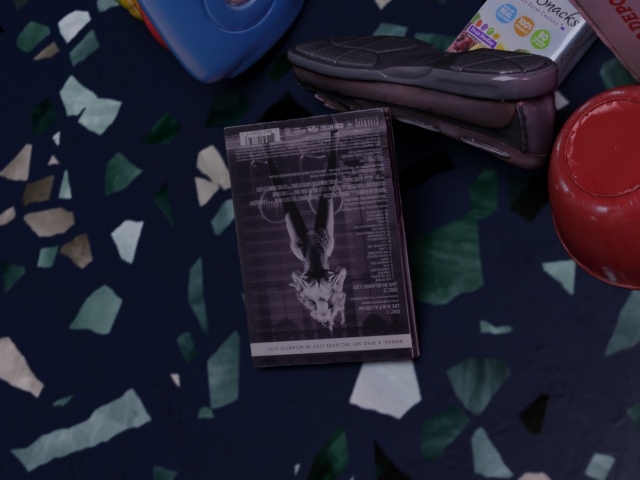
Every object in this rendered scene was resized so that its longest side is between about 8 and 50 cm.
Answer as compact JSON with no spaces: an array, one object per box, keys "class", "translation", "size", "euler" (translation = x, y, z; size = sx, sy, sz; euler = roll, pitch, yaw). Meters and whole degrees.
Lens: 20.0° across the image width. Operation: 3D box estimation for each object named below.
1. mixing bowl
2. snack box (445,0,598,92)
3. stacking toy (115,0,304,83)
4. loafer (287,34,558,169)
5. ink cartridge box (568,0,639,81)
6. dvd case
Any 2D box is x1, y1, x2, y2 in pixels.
[{"class":"mixing bowl","translation":[0.260,-0.060,1.505],"size":[0.181,0.098,0.181],"euler":[-11,65,25]},{"class":"snack box","translation":[0.193,-0.192,1.632],"size":[0.141,0.037,0.100],"euler":[-51,56,4]},{"class":"stacking toy","translation":[-0.169,-0.284,1.823],"size":[0.302,0.166,0.175],"euler":[25,68,45]},{"class":"loafer","translation":[0.083,-0.124,1.621],"size":[0.302,0.109,0.095],"euler":[13,116,45]},{"class":"ink cartridge box","translation":[0.351,-0.247,1.464],"size":[0.278,0.201,0.117],"euler":[-15,63,24]},{"class":"dvd case","translation":[0.000,0.000,1.622],"size":[0.164,0.018,0.221],"euler":[-5,93,28]}]
